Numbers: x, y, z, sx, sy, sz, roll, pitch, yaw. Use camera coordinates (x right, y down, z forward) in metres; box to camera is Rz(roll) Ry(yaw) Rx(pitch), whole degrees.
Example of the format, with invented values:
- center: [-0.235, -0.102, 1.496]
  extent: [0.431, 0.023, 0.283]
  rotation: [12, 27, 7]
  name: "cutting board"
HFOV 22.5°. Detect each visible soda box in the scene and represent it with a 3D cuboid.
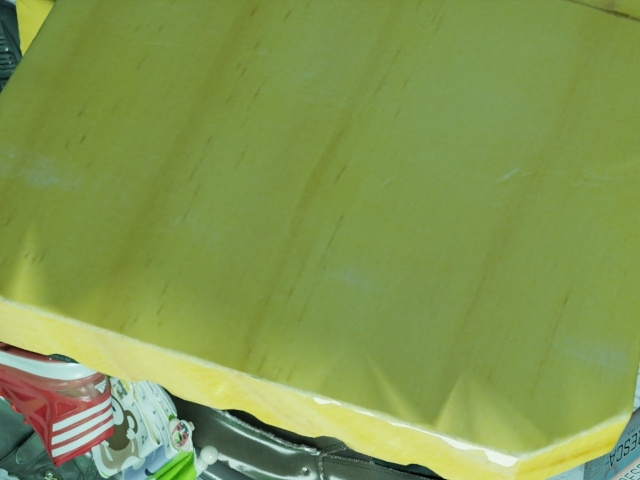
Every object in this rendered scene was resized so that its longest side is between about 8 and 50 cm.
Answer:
- center: [0.298, 0.183, 1.406]
  extent: [0.063, 0.058, 0.183]
  rotation: [22, 144, -10]
  name: "soda box"

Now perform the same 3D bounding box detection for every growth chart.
- center: [-0.191, 0.142, 1.440]
  extent: [0.237, 0.021, 0.172]
  rotation: [51, 137, 15]
  name: "growth chart"

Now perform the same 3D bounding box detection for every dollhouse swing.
- center: [0.000, 0.000, 0.819]
  extent: [0.347, 0.305, 0.315]
  rotation: [17, 153, 2]
  name: "dollhouse swing"

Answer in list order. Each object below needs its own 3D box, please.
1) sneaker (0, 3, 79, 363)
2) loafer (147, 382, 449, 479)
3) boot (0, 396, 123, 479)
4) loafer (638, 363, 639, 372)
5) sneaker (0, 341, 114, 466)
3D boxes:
- center: [-0.207, -0.052, 1.227]
  extent: [0.109, 0.130, 0.286]
  rotation: [8, 124, 32]
  name: "sneaker"
- center: [-0.009, 0.198, 1.499]
  extent: [0.366, 0.130, 0.134]
  rotation: [29, 175, -6]
  name: "loafer"
- center: [-0.288, 0.236, 1.662]
  extent: [0.229, 0.091, 0.263]
  rotation: [31, 137, -13]
  name: "boot"
- center: [0.356, 0.050, 1.167]
  extent: [0.319, 0.112, 0.111]
  rotation: [-4, 148, 24]
  name: "loafer"
- center: [-0.270, 0.137, 1.438]
  extent: [0.221, 0.087, 0.128]
  rotation: [10, 116, 43]
  name: "sneaker"
